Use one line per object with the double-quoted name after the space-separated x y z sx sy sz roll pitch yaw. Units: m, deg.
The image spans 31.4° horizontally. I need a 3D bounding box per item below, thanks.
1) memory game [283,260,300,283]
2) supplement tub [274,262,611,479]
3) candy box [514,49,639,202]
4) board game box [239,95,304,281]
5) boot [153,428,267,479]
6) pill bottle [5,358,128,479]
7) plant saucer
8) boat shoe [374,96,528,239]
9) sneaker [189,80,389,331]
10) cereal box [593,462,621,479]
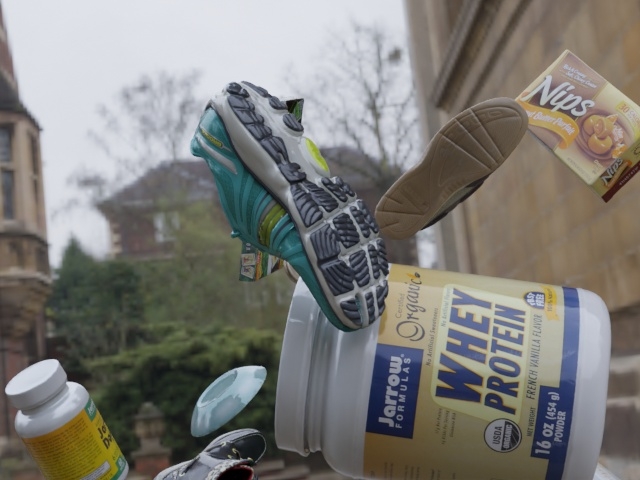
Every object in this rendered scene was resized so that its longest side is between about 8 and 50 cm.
0.000 0.000 1.344 0.012 0.186 0.186 -31 -21 34 "memory game"
0.124 0.144 1.178 0.316 0.228 0.228 7 -7 7 "supplement tub"
0.551 -0.243 2.365 0.183 0.316 0.087 -44 -46 8 "candy box"
-0.071 -0.077 1.662 0.030 0.260 0.136 11 14 21 "board game box"
-0.145 0.385 1.905 0.236 0.085 0.178 -22 6 -39 "boot"
-0.381 0.286 1.691 0.117 0.208 0.117 -21 21 8 "pill bottle"
-0.193 0.306 2.247 0.195 0.037 0.195 -38 14 11 "plant saucer"
0.204 -0.110 1.761 0.285 0.103 0.092 -46 -9 11 "boat shoe"
-0.031 -0.025 1.102 0.107 0.275 0.110 -14 -24 -50 "sneaker"
0.417 0.441 1.772 0.047 0.173 0.240 13 2 -6 "cereal box"
